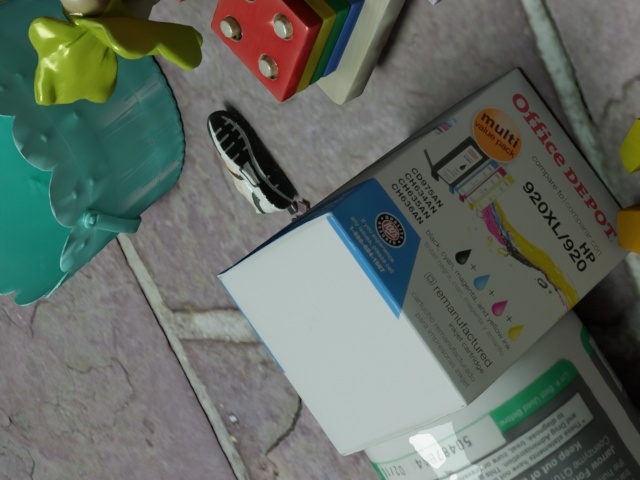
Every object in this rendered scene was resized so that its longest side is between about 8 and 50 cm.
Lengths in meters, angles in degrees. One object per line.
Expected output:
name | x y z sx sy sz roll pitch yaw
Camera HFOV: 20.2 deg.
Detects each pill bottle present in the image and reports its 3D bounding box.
pill bottle | 0.207 0.250 1.438 0.361 0.204 0.204 57 145 -4

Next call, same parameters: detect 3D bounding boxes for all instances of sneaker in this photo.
sneaker | -0.071 -0.067 1.621 0.109 0.040 0.044 56 147 -5

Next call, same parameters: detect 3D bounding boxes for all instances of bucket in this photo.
bucket | -0.275 -0.097 1.703 0.281 0.183 0.281 30 140 29

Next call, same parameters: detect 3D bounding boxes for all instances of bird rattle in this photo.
bird rattle | -0.198 -0.242 1.474 0.143 0.207 0.253 -18 108 18

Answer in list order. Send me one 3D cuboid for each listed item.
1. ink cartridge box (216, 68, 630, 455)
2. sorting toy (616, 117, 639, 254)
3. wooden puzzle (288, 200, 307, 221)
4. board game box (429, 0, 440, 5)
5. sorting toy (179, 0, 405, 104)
ink cartridge box | 0.084 0.015 1.350 0.171 0.232 0.168 54 143 -3
sorting toy | 0.315 -0.030 1.194 0.307 0.041 0.229 26 129 52
wooden puzzle | 0.000 0.000 1.629 0.049 0.006 0.083 1 121 48
board game box | 0.075 -0.234 1.324 0.090 0.020 0.090 46 146 9
sorting toy | -0.047 -0.257 1.358 0.255 0.089 0.257 48 146 17
